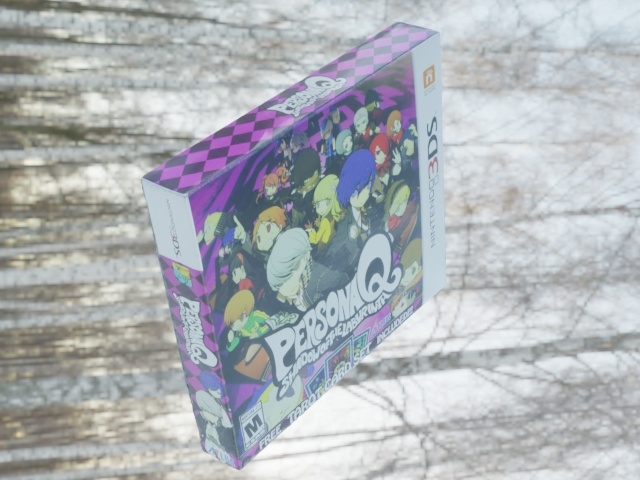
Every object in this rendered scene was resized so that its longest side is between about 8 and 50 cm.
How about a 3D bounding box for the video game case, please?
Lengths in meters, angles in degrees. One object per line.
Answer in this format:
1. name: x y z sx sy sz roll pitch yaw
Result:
1. video game case: 0.000 0.000 0.652 0.042 0.232 0.210 22 -46 35
